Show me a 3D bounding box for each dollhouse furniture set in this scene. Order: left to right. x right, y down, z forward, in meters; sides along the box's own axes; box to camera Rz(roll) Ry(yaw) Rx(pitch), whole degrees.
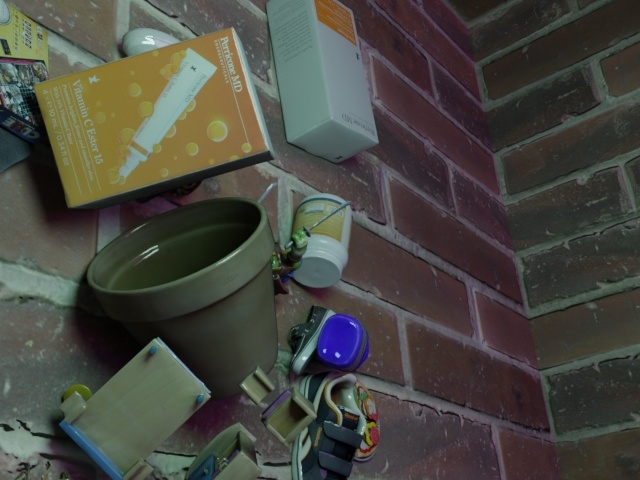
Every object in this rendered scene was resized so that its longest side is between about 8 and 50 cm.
[{"bbox_3d":[-0.220,0.264,1.239,0.303,0.286,0.198,46,-6,-6],"label":"dollhouse furniture set"}]

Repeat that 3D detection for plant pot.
[{"bbox_3d":[-0.204,0.117,1.331,0.323,0.323,0.280,-57,134,-53],"label":"plant pot"}]

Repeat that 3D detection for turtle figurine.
[{"bbox_3d":[-0.126,-0.012,1.598,0.198,0.274,0.266,40,29,23],"label":"turtle figurine"}]

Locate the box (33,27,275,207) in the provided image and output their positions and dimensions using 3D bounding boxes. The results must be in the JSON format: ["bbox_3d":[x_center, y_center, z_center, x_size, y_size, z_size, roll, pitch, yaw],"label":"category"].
[{"bbox_3d":[-0.275,-0.201,1.298,0.168,0.345,0.215,-81,155,-88],"label":"box"}]

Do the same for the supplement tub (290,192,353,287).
[{"bbox_3d":[0.000,0.000,1.817,0.144,0.144,0.199,43,39,-33],"label":"supplement tub"}]

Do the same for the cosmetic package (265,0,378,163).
[{"bbox_3d":[0.002,-0.469,2.099,0.230,0.161,0.453,16,58,-51],"label":"cosmetic package"}]

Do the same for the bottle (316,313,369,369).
[{"bbox_3d":[0.059,0.241,1.715,0.283,0.092,0.118,57,51,-74],"label":"bottle"}]

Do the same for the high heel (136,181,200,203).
[{"bbox_3d":[-0.240,-0.159,1.520,0.093,0.186,0.261,60,33,-12],"label":"high heel"}]

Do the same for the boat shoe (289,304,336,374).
[{"bbox_3d":[-0.032,0.216,1.706,0.076,0.080,0.228,27,36,6],"label":"boat shoe"}]

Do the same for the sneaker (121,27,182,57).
[{"bbox_3d":[-0.301,-0.314,1.603,0.292,0.108,0.169,33,43,-44],"label":"sneaker"}]

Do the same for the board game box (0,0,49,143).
[{"bbox_3d":[-0.532,-0.300,1.262,0.165,0.042,0.243,35,35,-53],"label":"board game box"}]

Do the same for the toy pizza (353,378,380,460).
[{"bbox_3d":[0.091,0.422,1.796,0.201,0.032,0.201,33,45,-42],"label":"toy pizza"}]

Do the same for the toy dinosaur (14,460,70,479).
[{"bbox_3d":[-0.413,0.374,1.060,0.092,0.053,0.183,60,33,-14],"label":"toy dinosaur"}]

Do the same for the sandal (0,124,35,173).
[{"bbox_3d":[-0.546,-0.126,1.183,0.097,0.054,0.254,64,21,-10],"label":"sandal"}]

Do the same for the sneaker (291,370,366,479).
[{"bbox_3d":[0.020,0.429,1.603,0.126,0.127,0.321,33,47,-44],"label":"sneaker"}]
